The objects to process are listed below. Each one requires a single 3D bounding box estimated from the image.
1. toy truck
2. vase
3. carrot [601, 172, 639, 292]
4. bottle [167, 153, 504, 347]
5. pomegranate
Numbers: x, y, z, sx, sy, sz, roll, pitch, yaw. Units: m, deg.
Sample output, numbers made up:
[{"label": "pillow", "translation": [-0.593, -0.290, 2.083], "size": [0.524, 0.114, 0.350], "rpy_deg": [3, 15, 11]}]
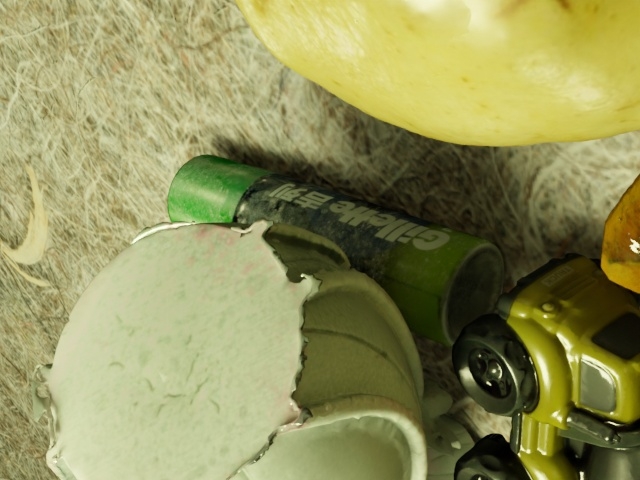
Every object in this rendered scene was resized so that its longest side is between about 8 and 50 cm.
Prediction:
[{"label": "toy truck", "translation": [0.199, 0.131, 0.729], "size": [0.165, 0.147, 0.224], "rpy_deg": [24, 131, 46]}, {"label": "vase", "translation": [-0.011, 0.158, 0.795], "size": [0.250, 0.250, 0.445], "rpy_deg": [27, 169, 32]}, {"label": "carrot", "translation": [0.252, -0.086, 0.593], "size": [0.066, 0.066, 0.314], "rpy_deg": [39, 137, 20]}, {"label": "bottle", "translation": [0.000, 0.000, 0.901], "size": [0.330, 0.093, 0.093], "rpy_deg": [20, 131, 37]}, {"label": "pomegranate", "translation": [0.098, -0.196, 0.465], "size": [0.332, 0.332, 0.333], "rpy_deg": [28, 136, 31]}]
